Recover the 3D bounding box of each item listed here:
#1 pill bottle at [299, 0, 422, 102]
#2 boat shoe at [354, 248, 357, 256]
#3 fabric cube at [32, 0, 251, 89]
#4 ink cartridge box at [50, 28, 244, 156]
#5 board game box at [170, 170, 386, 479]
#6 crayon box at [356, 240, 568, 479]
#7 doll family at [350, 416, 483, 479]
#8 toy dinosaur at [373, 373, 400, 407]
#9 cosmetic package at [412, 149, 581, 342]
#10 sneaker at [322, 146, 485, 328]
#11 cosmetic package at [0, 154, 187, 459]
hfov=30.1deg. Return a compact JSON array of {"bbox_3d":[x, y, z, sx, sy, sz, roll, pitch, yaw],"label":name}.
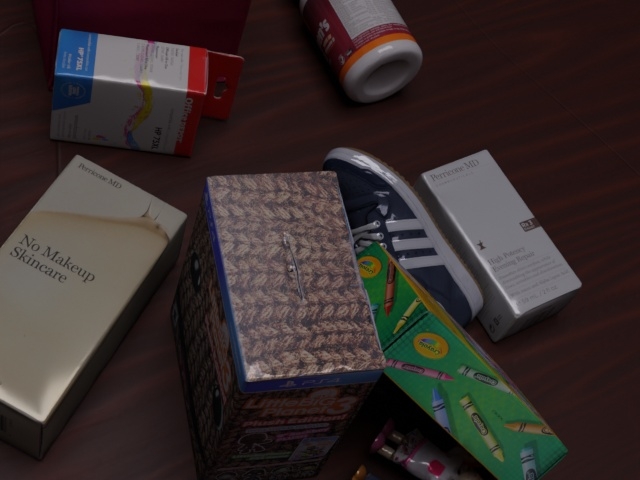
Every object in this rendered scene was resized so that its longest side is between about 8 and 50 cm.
[{"bbox_3d":[0.044,-0.313,1.675,0.121,0.121,0.221,-17,64,-24],"label":"pill bottle"},{"bbox_3d":[0.000,0.000,1.505,0.170,0.063,0.059,-3,57,-29],"label":"boat shoe"},{"bbox_3d":[-0.245,-0.378,1.557,0.259,0.254,0.258,-5,62,-19],"label":"fabric cube"},{"bbox_3d":[-0.220,-0.182,1.509,0.231,0.134,0.078,6,56,-11],"label":"ink cartridge box"},{"bbox_3d":[-0.059,0.102,1.281,0.141,0.291,0.232,-4,59,-18],"label":"board game box"},{"bbox_3d":[0.139,0.141,1.310,0.081,0.278,0.165,-42,31,5],"label":"crayon box"},{"bbox_3d":[0.091,0.325,1.309,0.163,0.118,0.263,30,37,12],"label":"doll family"},{"bbox_3d":[0.058,0.165,1.440,0.082,0.047,0.090,39,23,21],"label":"toy dinosaur"},{"bbox_3d":[0.221,0.004,1.548,0.117,0.085,0.231,-22,68,-27],"label":"cosmetic package"},{"bbox_3d":[0.073,0.030,1.438,0.282,0.099,0.153,50,59,-15],"label":"sneaker"},{"bbox_3d":[-0.296,0.070,1.344,0.160,0.113,0.309,27,56,3],"label":"cosmetic package"}]
